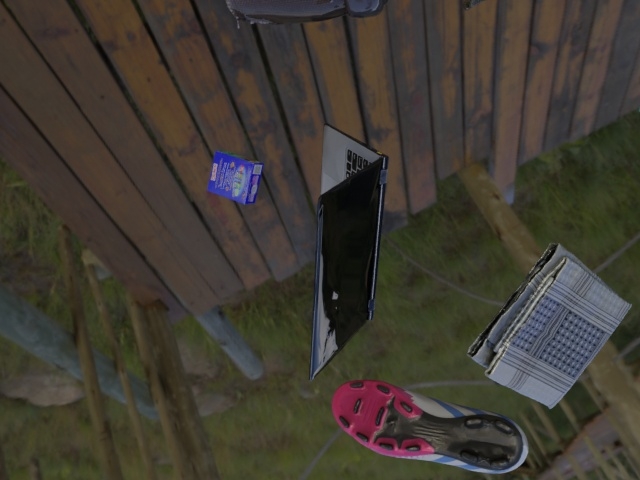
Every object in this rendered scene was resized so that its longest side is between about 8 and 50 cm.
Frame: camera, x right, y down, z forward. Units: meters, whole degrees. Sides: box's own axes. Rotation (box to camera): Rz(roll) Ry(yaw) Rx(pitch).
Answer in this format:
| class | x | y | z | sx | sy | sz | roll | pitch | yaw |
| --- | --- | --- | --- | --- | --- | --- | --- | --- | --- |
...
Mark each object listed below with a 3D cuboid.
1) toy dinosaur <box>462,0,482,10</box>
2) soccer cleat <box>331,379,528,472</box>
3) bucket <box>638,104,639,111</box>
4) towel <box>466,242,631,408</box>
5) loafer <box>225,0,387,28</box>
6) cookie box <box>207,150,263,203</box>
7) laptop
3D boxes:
| class | x | y | z | sx | sy | sz | roll | pitch | yaw |
| --- | --- | --- | --- | --- | --- | --- | --- | --- | --- |
| toy dinosaur | 0.332 | -0.503 | 1.160 | 0.160 | 0.314 | 0.121 | 22 | 138 | 9 |
| soccer cleat | 0.182 | 0.323 | 1.124 | 0.331 | 0.116 | 0.143 | 11 | 166 | 22 |
| bucket | 0.477 | -0.183 | 0.660 | 0.281 | 0.281 | 0.183 | -12 | 112 | -19 |
| towel | 0.505 | 0.198 | 1.429 | 0.324 | 0.056 | 0.312 | 31 | 99 | -31 |
| loafer | -0.049 | -0.298 | 0.539 | 0.130 | 0.366 | 0.134 | -15 | 136 | 1 |
| cookie box | -0.182 | -0.136 | 1.409 | 0.040 | 0.107 | 0.092 | -7 | 114 | -59 |
| laptop | 0.000 | 0.000 | 1.377 | 0.236 | 0.408 | 0.382 | -9 | 118 | -25 |
